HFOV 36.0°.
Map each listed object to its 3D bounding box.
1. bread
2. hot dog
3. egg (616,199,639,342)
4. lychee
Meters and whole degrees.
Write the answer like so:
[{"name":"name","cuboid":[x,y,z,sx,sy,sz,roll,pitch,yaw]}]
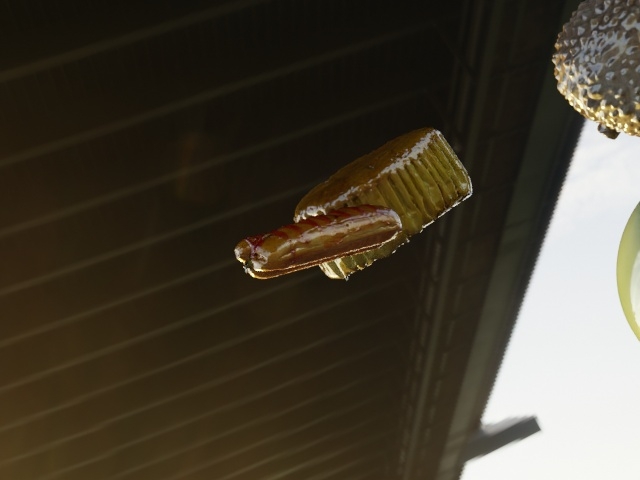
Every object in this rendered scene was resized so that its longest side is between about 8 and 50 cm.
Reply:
[{"name":"bread","cuboid":[0.087,-0.056,1.445,0.253,0.142,0.227,-31,8,-30]},{"name":"hot dog","cuboid":[-0.001,-0.002,0.777,0.144,0.038,0.062,-14,-7,-32]},{"name":"egg","cuboid":[0.569,0.047,1.418,0.276,0.276,0.388,-23,-46,-5]},{"name":"lychee","cuboid":[0.506,-0.280,1.494,0.300,0.300,0.300,-19,-31,-12]}]
